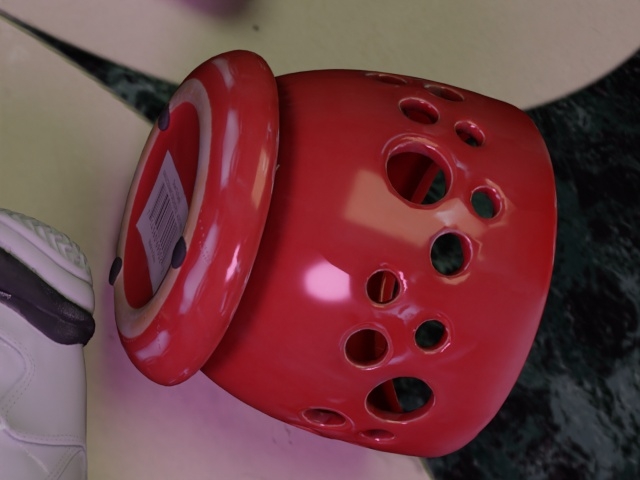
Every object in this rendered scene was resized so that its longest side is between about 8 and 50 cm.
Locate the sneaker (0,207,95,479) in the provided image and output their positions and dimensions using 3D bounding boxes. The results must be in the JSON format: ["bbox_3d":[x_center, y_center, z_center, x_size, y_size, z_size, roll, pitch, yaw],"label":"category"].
[{"bbox_3d":[-0.239,0.090,0.590,0.366,0.137,0.210,3,59,-36],"label":"sneaker"}]

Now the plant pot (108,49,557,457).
[{"bbox_3d":[0.000,0.000,0.777,0.174,0.191,0.191,16,54,-22],"label":"plant pot"}]
